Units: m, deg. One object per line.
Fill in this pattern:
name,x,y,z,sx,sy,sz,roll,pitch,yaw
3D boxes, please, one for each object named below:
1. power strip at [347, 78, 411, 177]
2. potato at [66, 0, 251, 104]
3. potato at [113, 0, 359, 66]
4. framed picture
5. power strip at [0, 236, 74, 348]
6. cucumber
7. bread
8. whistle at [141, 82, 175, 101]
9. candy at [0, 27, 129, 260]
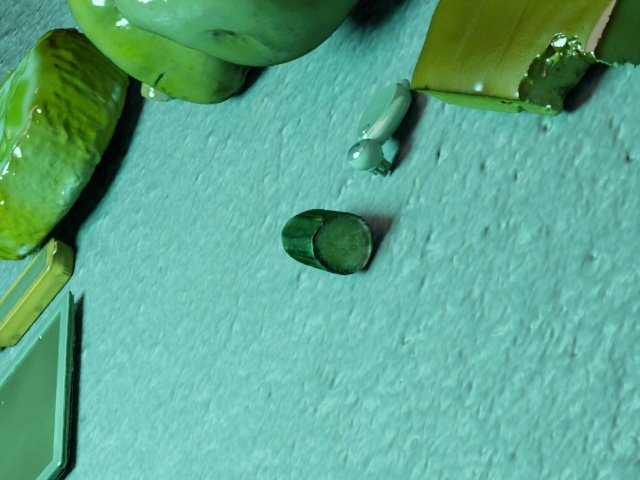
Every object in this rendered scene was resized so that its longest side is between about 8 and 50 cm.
power strip,0.049,-0.084,1.508,0.055,0.035,0.083,-28,31,53
potato,-0.137,-0.219,1.804,0.154,0.200,0.137,-53,0,3
potato,-0.041,-0.296,1.641,0.243,0.221,0.326,-15,52,64
framed picture,-0.317,0.218,1.958,0.293,0.018,0.231,-47,31,33
power strip,-0.309,0.064,2.068,0.178,0.028,0.049,-47,31,33
cucumber,0.000,0.000,1.502,0.048,0.048,0.105,-68,22,-5
bread,0.140,-0.129,1.339,0.226,0.049,0.088,17,83,64
whistle,-0.148,-0.239,1.909,0.057,0.107,0.220,-106,18,-62
candy,-0.302,-0.101,2.089,0.260,0.118,0.260,-51,19,25
